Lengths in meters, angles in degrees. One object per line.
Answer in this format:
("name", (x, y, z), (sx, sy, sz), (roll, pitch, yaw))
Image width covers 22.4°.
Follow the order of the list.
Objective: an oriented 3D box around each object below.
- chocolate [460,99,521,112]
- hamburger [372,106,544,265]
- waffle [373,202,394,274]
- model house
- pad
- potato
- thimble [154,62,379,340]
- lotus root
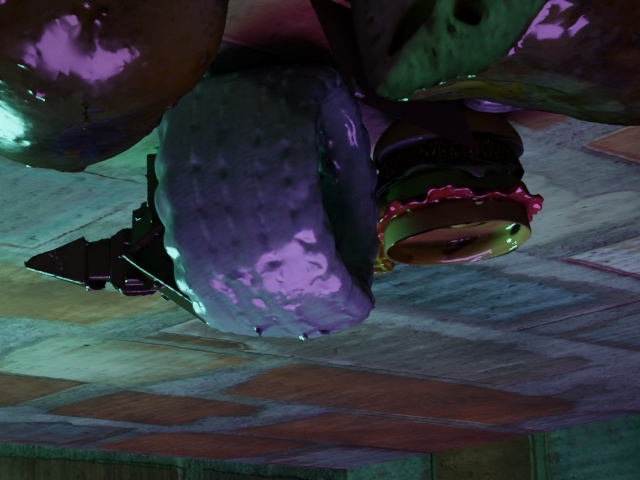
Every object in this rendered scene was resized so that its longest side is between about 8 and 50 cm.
("chocolate", (0.191, -0.142, 1.375), (0.167, 0.072, 0.072), (3, 164, -9))
("hamburger", (0.123, -0.057, 1.545), (0.175, 0.137, 0.175), (-6, 162, -2))
("waffle", (0.000, 0.000, 1.855), (0.197, 0.070, 0.193), (2, 165, -14))
("model house", (-0.174, -0.001, 1.623), (0.248, 0.176, 0.181), (-2, 173, -5))
("pad", (0.062, -0.137, 1.306), (0.006, 0.113, 0.187), (-36, 150, 26))
("potato", (-0.178, -0.147, 1.123), (0.210, 0.173, 0.307), (-7, 165, -19))
("thimble", (-0.047, -0.029, 1.432), (0.171, 0.250, 0.205), (-7, -164, 17))
("lotus root", (0.200, -0.155, 1.203), (0.260, 0.149, 0.267), (9, 164, -31))
